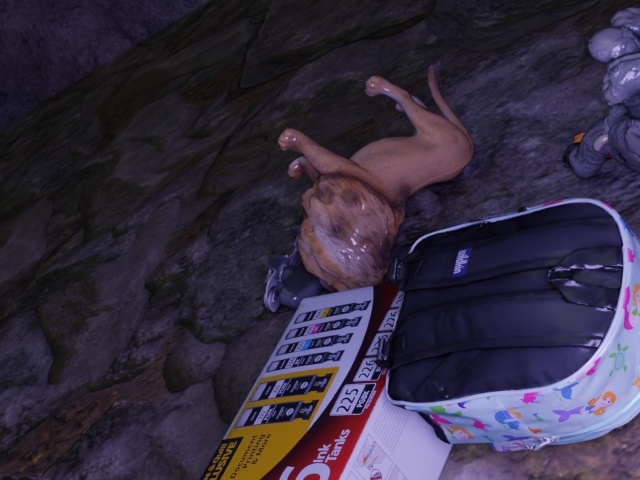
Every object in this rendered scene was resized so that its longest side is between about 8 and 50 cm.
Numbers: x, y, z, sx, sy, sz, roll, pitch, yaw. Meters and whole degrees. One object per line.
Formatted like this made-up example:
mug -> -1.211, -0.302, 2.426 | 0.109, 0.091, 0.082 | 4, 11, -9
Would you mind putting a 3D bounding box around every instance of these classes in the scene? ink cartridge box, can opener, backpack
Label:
ink cartridge box -> -0.001, 0.204, 1.186 | 0.272, 0.130, 0.309 | -14, 34, 41
can opener -> 0.000, 0.000, 1.615 | 0.093, 0.074, 0.280 | 18, 53, 18
backpack -> 0.207, 0.083, 1.046 | 0.254, 0.191, 0.225 | -21, 44, 43

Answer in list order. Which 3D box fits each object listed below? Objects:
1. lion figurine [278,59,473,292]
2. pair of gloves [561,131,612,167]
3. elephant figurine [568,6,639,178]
lion figurine -> 0.102, -0.099, 1.547 | 0.392, 0.142, 0.240 | -38, 59, -19
pair of gloves -> 0.354, -0.124, 1.433 | 0.083, 0.010, 0.074 | -15, 33, 39
elephant figurine -> 0.393, -0.141, 1.267 | 0.169, 0.239, 0.186 | -17, 42, -3
